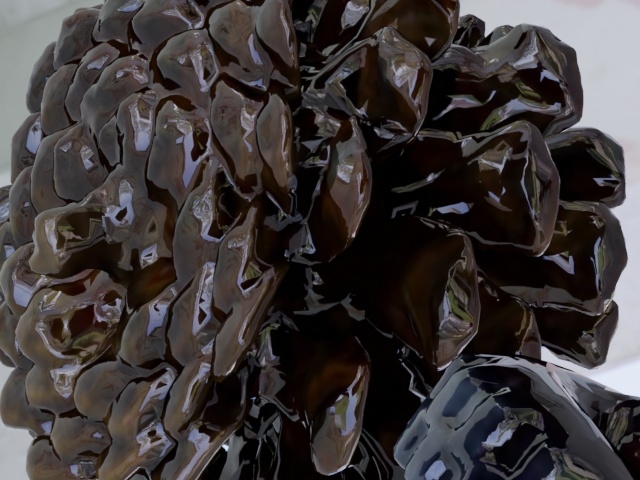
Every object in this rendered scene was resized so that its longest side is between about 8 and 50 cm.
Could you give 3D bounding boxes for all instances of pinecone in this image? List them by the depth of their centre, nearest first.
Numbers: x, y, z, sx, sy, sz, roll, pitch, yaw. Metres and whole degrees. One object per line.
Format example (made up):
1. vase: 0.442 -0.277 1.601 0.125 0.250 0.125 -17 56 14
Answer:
1. pinecone: 0.000 0.000 0.996 0.398 0.397 0.398 -20 -90 -76

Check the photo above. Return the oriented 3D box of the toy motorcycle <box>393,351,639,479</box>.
1. toy motorcycle: 0.153 0.147 0.320 0.232 0.172 0.416 32 -176 -22
